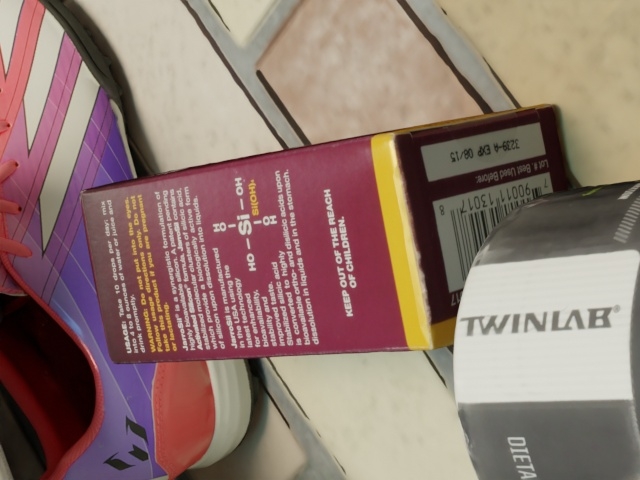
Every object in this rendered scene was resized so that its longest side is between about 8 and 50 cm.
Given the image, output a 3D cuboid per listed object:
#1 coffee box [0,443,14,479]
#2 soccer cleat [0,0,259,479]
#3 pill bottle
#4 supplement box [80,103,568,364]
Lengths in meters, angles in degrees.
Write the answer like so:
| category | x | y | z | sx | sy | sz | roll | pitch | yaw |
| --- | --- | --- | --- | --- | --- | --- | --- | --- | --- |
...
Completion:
| category | x | y | z | sx | sy | sz | roll | pitch | yaw |
| --- | --- | --- | --- | --- | --- | --- | --- | --- | --- |
| coffee box | -0.313 | 0.194 | 0.697 | 0.334 | 0.338 | 0.338 | 140 | 110 | -72 |
| soccer cleat | -0.151 | -0.018 | 0.719 | 0.108 | 0.116 | 0.318 | -42 | 71 | 41 |
| pill bottle | 0.171 | 0.035 | 0.419 | 0.245 | 0.130 | 0.130 | -8 | 95 | 44 |
| supplement box | 0.000 | 0.000 | 0.590 | 0.188 | 0.104 | 0.081 | -7 | 95 | 44 |
